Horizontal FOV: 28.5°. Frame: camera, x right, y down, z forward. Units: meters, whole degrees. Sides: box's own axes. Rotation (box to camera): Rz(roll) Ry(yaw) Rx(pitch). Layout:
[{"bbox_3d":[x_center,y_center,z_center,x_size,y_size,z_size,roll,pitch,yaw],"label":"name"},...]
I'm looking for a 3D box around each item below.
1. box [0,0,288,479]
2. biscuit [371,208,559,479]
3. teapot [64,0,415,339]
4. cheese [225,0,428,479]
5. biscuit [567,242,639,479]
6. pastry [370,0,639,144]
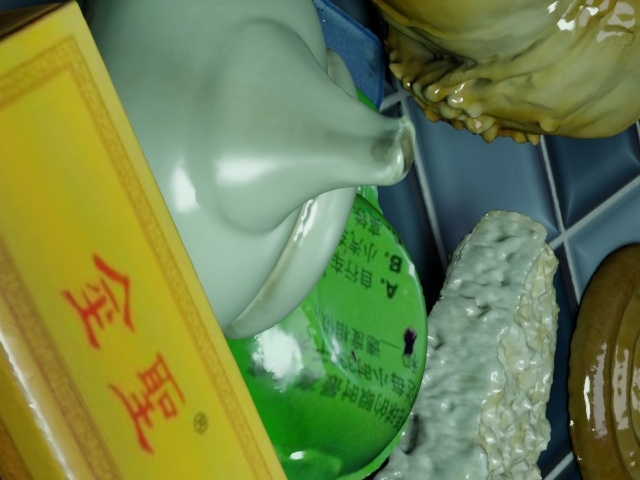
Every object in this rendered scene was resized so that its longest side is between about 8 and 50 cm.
[{"bbox_3d":[-0.157,0.036,0.411,0.076,0.274,0.174,-45,120,-45],"label":"box"},{"bbox_3d":[0.099,0.137,0.839,0.281,0.084,0.179,-70,154,-21],"label":"biscuit"},{"bbox_3d":[-0.082,0.015,0.583,0.149,0.220,0.318,20,113,-19],"label":"teapot"},{"bbox_3d":[0.000,0.000,0.741,0.204,0.083,0.321,29,55,-42],"label":"cheese"},{"bbox_3d":[0.294,0.130,1.108,0.262,0.037,0.262,4,85,-50],"label":"biscuit"},{"bbox_3d":[0.106,-0.196,0.797,0.315,0.184,0.285,33,45,-40],"label":"pastry"}]
